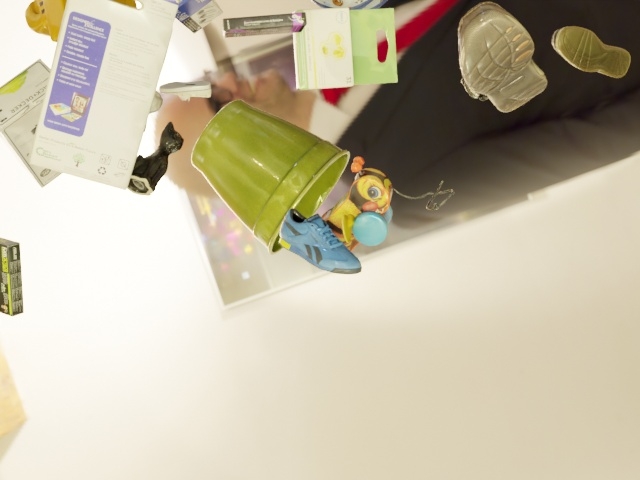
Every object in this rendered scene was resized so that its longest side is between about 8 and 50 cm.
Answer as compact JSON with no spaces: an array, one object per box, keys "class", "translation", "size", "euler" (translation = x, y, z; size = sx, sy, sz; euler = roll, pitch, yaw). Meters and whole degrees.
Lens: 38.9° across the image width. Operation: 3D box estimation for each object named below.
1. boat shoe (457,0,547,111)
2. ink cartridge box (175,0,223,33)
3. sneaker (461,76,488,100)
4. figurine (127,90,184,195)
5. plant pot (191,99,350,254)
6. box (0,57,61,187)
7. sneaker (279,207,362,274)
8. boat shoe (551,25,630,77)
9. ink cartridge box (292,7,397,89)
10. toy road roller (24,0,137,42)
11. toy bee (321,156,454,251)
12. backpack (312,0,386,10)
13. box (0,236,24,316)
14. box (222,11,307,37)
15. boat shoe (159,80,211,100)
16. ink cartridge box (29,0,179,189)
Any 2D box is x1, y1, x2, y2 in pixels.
[{"class":"boat shoe","translation":[0.299,-0.337,1.597],"size":[0.130,0.132,0.355],"euler":[63,-167,20]},{"class":"ink cartridge box","translation":[-0.312,-0.574,2.217],"size":[0.046,0.097,0.207],"euler":[56,-174,5]},{"class":"sneaker","translation":[0.450,-0.417,2.338],"size":[0.097,0.135,0.276],"euler":[51,176,-21]},{"class":"figurine","translation":[-0.424,-0.256,2.213],"size":[0.209,0.092,0.215],"euler":[-59,-36,-36]},{"class":"plant pot","translation":[-0.166,-0.210,2.587],"size":[0.353,0.366,0.366],"euler":[37,177,6]},{"class":"box","translation":[-0.614,-0.252,1.991],"size":[0.087,0.169,0.290],"euler":[46,167,16]},{"class":"sneaker","translation":[0.000,0.000,1.748],"size":[0.209,0.069,0.082],"euler":[29,114,39]},{"class":"boat shoe","translation":[0.548,-0.388,1.875],"size":[0.073,0.224,0.080],"euler":[25,103,54]},{"class":"ink cartridge box","translation":[0.060,-0.421,1.979],"size":[0.056,0.235,0.171],"euler":[-143,48,-75]},{"class":"toy road roller","translation":[-0.583,-0.536,2.168],"size":[0.202,0.240,0.329],"euler":[5,-123,-42]},{"class":"toy bee","translation":[0.087,-0.081,1.799],"size":[0.162,0.298,0.195],"euler":[52,-177,-15]},{"class":"backpack","translation":[0.076,-0.693,2.267],"size":[0.276,0.263,0.213],"euler":[35,159,39]},{"class":"box","translation":[-0.834,0.082,2.302],"size":[0.045,0.184,0.190],"euler":[-23,-61,-56]},{"class":"box","translation":[-0.113,-0.424,1.785],"size":[0.116,0.162,0.029],"euler":[-138,41,-81]},{"class":"boat shoe","translation":[-0.258,-0.284,1.735],"size":[0.035,0.100,0.035],"euler":[-97,4,-57]},{"class":"ink cartridge box","translation":[-0.342,-0.254,1.433],"size":[0.065,0.165,0.332],"euler":[-99,29,-62]}]
